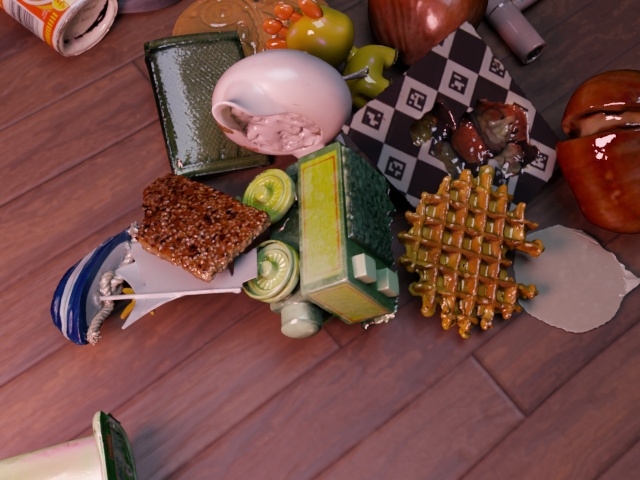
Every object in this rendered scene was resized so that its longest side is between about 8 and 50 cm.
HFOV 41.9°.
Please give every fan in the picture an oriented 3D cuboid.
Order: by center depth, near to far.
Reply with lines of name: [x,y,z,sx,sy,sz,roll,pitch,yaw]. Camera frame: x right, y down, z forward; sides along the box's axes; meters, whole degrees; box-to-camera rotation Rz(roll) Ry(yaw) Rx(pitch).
fan: [0.451,0.059,1.288,0.311,0.010,0.182,2,64,-1]

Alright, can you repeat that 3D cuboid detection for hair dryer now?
hair dryer: [0.395,-0.429,1.513,0.221,0.053,0.195,-23,69,-23]

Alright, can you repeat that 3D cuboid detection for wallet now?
wallet: [-0.181,-0.213,1.325,0.160,0.055,0.235,-12,82,-15]

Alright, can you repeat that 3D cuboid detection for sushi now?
sushi: [0.210,-0.146,1.300,0.292,0.059,0.294,-44,101,-21]

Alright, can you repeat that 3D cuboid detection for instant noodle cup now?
instant noodle cup: [-0.447,-0.419,1.357,0.212,0.193,0.193,44,68,7]

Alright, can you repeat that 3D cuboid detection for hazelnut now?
hazelnut: [0.477,-0.135,1.275,0.217,0.217,0.251,-2,86,-6]
hazelnut: [0.185,-0.397,1.409,0.210,0.210,0.186,43,44,15]

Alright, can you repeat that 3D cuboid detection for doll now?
doll: [0.012,-0.308,1.347,0.221,0.143,0.135,27,63,-20]

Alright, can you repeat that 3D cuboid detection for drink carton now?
drink carton: [-0.311,0.306,1.032,0.143,0.144,0.146,-16,65,-2]

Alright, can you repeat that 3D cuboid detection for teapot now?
teapot: [-0.048,-0.185,1.233,0.298,0.204,0.139,22,56,-45]

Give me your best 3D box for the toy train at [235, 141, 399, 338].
toy train: [0.000,0.000,1.159,0.188,0.159,0.271,-19,57,28]

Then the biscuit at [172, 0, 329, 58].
biscuit: [-0.110,-0.349,1.424,0.289,0.044,0.201,-11,65,-8]

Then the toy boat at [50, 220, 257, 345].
toy boat: [-0.220,0.046,1.131,0.291,0.067,0.220,-9,41,22]

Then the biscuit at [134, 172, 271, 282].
biscuit: [-0.186,-0.027,1.152,0.237,0.026,0.131,24,56,39]

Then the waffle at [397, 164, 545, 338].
waffle: [0.220,0.016,1.226,0.232,0.051,0.228,-31,96,-21]

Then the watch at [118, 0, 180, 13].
watch: [-0.323,-0.491,1.460,0.193,0.068,0.206,-33,75,-23]
